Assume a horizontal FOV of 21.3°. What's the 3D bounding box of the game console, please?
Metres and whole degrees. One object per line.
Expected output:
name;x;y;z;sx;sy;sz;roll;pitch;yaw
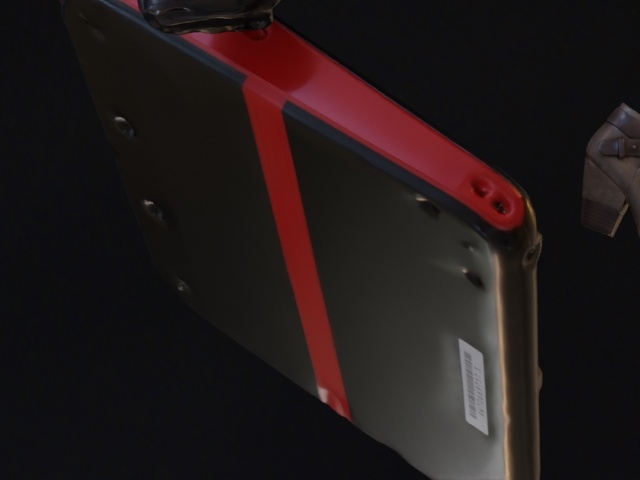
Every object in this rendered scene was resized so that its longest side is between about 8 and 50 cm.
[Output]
game console;0.000;0.000;1.051;0.060;0.342;0.386;-48;-27;-20

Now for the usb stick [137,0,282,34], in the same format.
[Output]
usb stick;-0.070;-0.243;0.874;0.077;0.045;0.278;-7;-92;-8

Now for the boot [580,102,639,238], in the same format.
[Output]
boot;0.223;-0.033;1.081;0.118;0.042;0.087;23;-88;5
